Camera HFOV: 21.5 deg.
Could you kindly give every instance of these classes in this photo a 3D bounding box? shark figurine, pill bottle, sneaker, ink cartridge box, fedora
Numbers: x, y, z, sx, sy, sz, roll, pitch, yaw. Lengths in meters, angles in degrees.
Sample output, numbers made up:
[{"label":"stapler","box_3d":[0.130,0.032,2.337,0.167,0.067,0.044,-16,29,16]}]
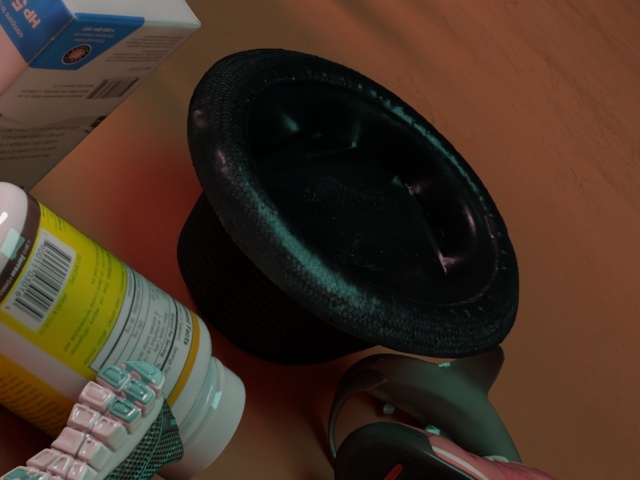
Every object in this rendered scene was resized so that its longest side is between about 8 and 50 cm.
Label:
[{"label":"shark figurine","box_3d":[0.098,0.123,1.423,0.278,0.116,0.166,29,32,-44]},{"label":"pill bottle","box_3d":[-0.151,0.065,1.060,0.215,0.117,0.117,39,28,-28]},{"label":"sneaker","box_3d":[0.129,0.223,1.344,0.314,0.116,0.136,34,22,-23]},{"label":"ink cartridge box","box_3d":[-0.202,-0.109,1.103,0.086,0.203,0.148,56,25,12]},{"label":"sneaker","box_3d":[-0.137,0.151,0.977,0.065,0.166,0.076,21,-33,43]},{"label":"fedora","box_3d":[0.000,0.000,1.355,0.334,0.152,0.334,31,36,-25]}]
